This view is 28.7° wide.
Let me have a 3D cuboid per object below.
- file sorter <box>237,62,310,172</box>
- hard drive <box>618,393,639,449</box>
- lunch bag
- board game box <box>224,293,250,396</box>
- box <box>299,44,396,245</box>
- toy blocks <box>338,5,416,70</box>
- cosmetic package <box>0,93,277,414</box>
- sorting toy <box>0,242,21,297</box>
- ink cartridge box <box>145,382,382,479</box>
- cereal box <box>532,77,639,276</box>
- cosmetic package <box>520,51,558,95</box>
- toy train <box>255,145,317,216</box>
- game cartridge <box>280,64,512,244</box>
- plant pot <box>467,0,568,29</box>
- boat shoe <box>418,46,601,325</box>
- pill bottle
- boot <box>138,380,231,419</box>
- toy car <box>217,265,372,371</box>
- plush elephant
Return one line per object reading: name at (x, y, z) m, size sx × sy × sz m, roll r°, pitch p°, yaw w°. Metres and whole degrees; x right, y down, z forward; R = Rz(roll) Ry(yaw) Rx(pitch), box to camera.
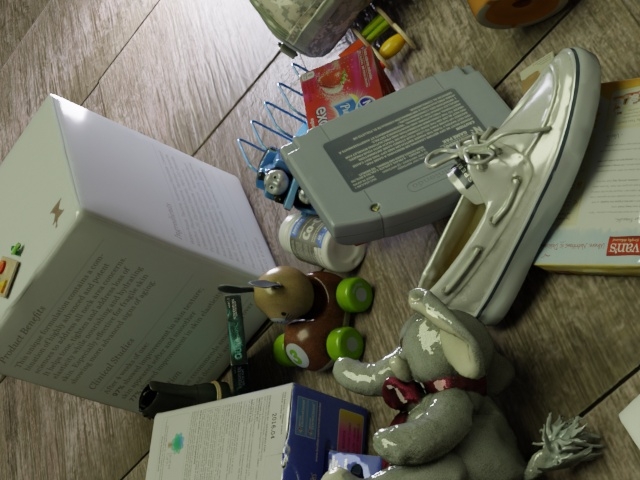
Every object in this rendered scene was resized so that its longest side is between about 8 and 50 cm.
file sorter at (-0.042, -0.182, 2.013) m, size 0.170 × 0.104 × 0.118 m, roll -53°, pitch 31°, yaw 19°
hard drive at (0.455, 0.147, 1.243) m, size 0.307 × 0.040 × 0.203 m, roll -50°, pitch 38°, yaw 22°
lunch bag at (0.020, -0.456, 1.981) m, size 0.305 × 0.212 × 0.256 m, roll -50°, pitch 31°, yaw 20°
board game box at (-0.124, 0.185, 1.890) m, size 0.186 × 0.026 × 0.126 m, roll 91°, pitch 172°, yaw -51°
box at (0.061, -0.139, 1.814) m, size 0.123 × 0.128 × 0.257 m, roll -21°, pitch 50°, yaw 13°
toy blocks at (0.065, -0.285, 1.953) m, size 0.148 × 0.054 × 0.123 m, roll -42°, pitch 39°, yaw 7°
cosmetic package at (-0.331, 0.038, 2.023) m, size 0.329 × 0.394 × 0.327 m, roll -49°, pitch 39°, yaw 22°
sorting toy at (-0.464, 0.040, 1.842) m, size 0.062 × 0.012 × 0.083 m, roll 12°, pitch 81°, yaw 54°
ink cartridge box at (-0.083, 0.359, 1.727) m, size 0.395 × 0.151 × 0.270 m, roll -20°, pitch 56°, yaw 47°
cereal box at (0.353, -0.076, 1.495) m, size 0.173 × 0.047 × 0.240 m, roll 1°, pitch 72°, yaw 54°
cosmetic package at (0.301, -0.182, 1.629) m, size 0.060 × 0.041 × 0.115 m, roll -34°, pitch 46°, yaw 37°
toy train at (-0.044, -0.090, 1.888) m, size 0.184 × 0.105 × 0.080 m, roll -100°, pitch 28°, yaw -77°
game cartridge at (0.119, -0.111, 1.656) m, size 0.297 × 0.062 × 0.198 m, roll -24°, pitch 58°, yaw -10°
plant pot at (0.256, -0.398, 1.697) m, size 0.205 × 0.205 × 0.188 m, roll -24°, pitch 68°, yaw 44°
boat shoe at (0.207, -0.079, 1.532) m, size 0.136 × 0.156 × 0.367 m, roll -103°, pitch 32°, yaw -65°
pill bottle at (0.000, 0.000, 1.886) m, size 0.137 × 0.078 × 0.078 m, roll 15°, pitch 83°, yaw 54°
boot at (-0.244, 0.284, 1.975) m, size 0.198 × 0.137 × 0.077 m, roll -59°, pitch 37°, yaw 32°
toy car at (-0.049, 0.098, 1.798) m, size 0.155 × 0.188 × 0.149 m, roll -11°, pitch 63°, yaw 50°
plush elephant at (0.128, 0.193, 1.463) m, size 0.330 × 0.272 × 0.255 m, roll -24°, pitch 61°, yaw 7°
